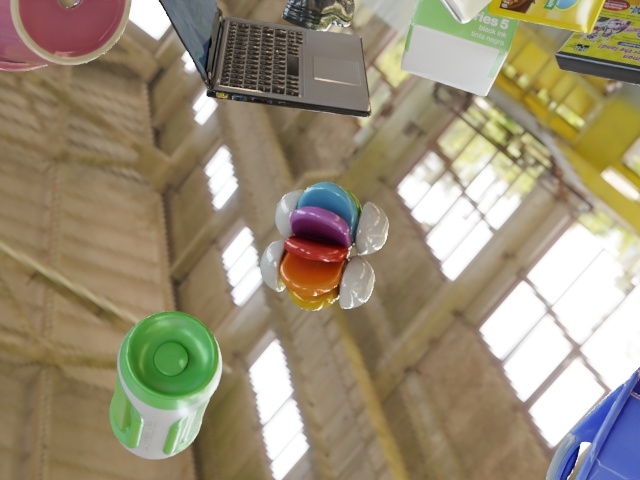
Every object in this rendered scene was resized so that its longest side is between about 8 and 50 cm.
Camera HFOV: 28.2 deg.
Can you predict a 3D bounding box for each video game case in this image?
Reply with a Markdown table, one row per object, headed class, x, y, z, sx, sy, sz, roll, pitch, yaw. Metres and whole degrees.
| class | x | y | z | sx | sy | sz | roll | pitch | yaw |
| --- | --- | --- | --- | --- | --- | --- | --- | --- | --- |
| video game case | 0.523 | -0.320 | 1.868 | 0.274 | 0.248 | 0.035 | 20 | 151 | 43 |

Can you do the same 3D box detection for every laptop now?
| class | x | y | z | sx | sy | sz | roll | pitch | yaw |
| --- | --- | --- | --- | --- | --- | --- | --- | --- | --- |
| laptop | -0.106 | -0.399 | 2.085 | 0.407 | 0.236 | 0.382 | 8 | -153 | -5 |

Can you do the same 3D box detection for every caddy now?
| class | x | y | z | sx | sy | sz | roll | pitch | yaw |
| --- | --- | --- | --- | --- | --- | --- | --- | --- | --- |
| caddy | 0.397 | 0.338 | 1.732 | 0.179 | 0.341 | 0.241 | 27 | -165 | 18 |

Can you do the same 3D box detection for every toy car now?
| class | x | y | z | sx | sy | sz | roll | pitch | yaw |
| --- | --- | --- | --- | --- | --- | --- | --- | --- | --- |
| toy car | 0.000 | 0.000 | 1.760 | 0.159 | 0.182 | 0.136 | 12 | 163 | 15 |

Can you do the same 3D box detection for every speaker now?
| class | x | y | z | sx | sy | sz | roll | pitch | yaw |
| --- | --- | --- | --- | --- | --- | --- | --- | --- | --- |
| speaker | -0.197 | 0.186 | 1.592 | 0.131 | 0.131 | 0.296 | 41 | 156 | 7 |

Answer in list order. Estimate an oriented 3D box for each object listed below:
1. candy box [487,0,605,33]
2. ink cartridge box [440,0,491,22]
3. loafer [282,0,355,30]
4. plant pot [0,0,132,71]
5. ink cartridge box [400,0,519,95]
| class | x | y | z | sx | sy | sz | roll | pitch | yaw |
| --- | --- | --- | --- | --- | --- | --- | --- | --- | --- |
| candy box | 0.229 | -0.284 | 1.147 | 0.105 | 0.206 | 0.027 | 8 | -137 | -8 |
| ink cartridge box | 0.147 | -0.255 | 0.648 | 0.066 | 0.296 | 0.261 | 52 | -170 | 13 |
| loafer | 0.009 | -0.291 | 1.523 | 0.062 | 0.061 | 0.170 | 22 | -160 | 9 |
| plant pot | -0.288 | -0.259 | 1.293 | 0.201 | 0.201 | 0.180 | 28 | -178 | -41 |
| ink cartridge box | 0.187 | -0.326 | 1.445 | 0.114 | 0.273 | 0.198 | 18 | 174 | 3 |
